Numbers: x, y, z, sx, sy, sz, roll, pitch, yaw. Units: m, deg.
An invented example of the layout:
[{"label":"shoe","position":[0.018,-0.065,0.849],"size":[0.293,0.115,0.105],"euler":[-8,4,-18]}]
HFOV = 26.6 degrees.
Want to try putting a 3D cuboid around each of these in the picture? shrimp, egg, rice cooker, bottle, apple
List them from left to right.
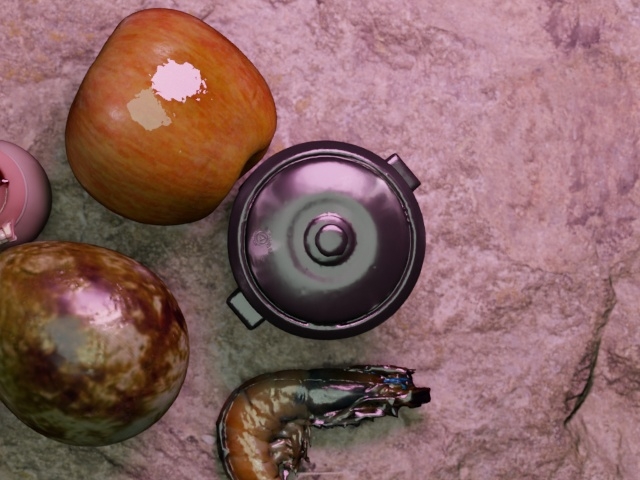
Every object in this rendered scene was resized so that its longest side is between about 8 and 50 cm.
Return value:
[{"label":"bottle","position":[-0.406,-0.055,1.628],"size":[0.147,0.236,0.148],"euler":[0,89,-6]},{"label":"egg","position":[-0.294,0.116,1.633],"size":[0.238,0.238,0.289],"euler":[-48,113,-5]},{"label":"apple","position":[-0.178,-0.142,1.648],"size":[0.264,0.264,0.264],"euler":[0,90,-7]},{"label":"rice cooker","position":[0.000,0.000,1.681],"size":[0.280,0.227,0.241],"euler":[-39,94,-5]},{"label":"shrimp","position":[0.013,0.269,1.766],"size":[0.290,0.054,0.222],"euler":[-12,90,-3]}]
